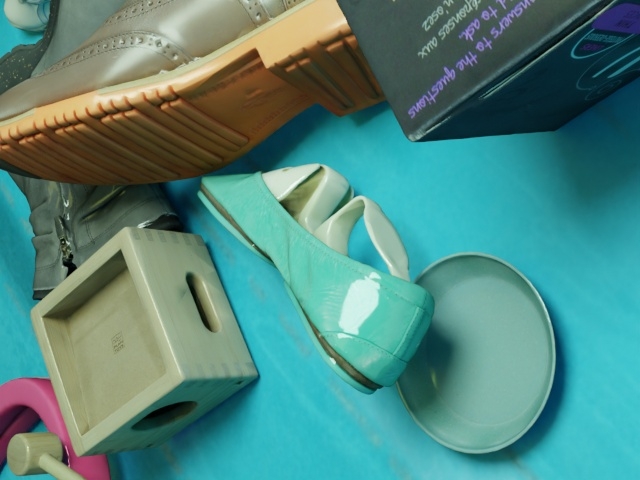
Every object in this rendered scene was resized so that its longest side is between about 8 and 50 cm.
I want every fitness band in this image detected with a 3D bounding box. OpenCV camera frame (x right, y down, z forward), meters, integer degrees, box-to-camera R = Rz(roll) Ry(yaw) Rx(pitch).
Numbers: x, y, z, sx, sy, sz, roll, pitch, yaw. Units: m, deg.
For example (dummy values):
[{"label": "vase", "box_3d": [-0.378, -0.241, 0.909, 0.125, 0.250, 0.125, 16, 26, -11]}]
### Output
[{"label": "fitness band", "box_3d": [-0.280, 0.249, 0.919, 0.291, 0.054, 0.209, -47, 50, 33]}]

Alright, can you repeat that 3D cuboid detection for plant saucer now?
[{"label": "plant saucer", "box_3d": [0.094, 0.067, 0.606, 0.119, 0.021, 0.119, -4, 84, 43]}]

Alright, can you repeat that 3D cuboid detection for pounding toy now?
[{"label": "pounding toy", "box_3d": [-0.151, 0.122, 0.784, 0.206, 0.094, 0.181, -37, 65, 29]}]

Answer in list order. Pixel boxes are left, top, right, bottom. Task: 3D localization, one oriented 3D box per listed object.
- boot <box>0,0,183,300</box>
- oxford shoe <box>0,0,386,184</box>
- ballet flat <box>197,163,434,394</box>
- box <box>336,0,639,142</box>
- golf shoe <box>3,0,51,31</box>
[{"label": "boot", "box_3d": [-0.156, -0.100, 0.822, 0.338, 0.118, 0.222, -39, 67, 43]}, {"label": "oxford shoe", "box_3d": [-0.083, -0.133, 0.693, 0.364, 0.130, 0.132, -15, 70, 18]}, {"label": "ballet flat", "box_3d": [0.000, 0.000, 0.662, 0.087, 0.083, 0.247, -49, 41, 5]}, {"label": "box", "box_3d": [0.078, -0.202, 0.512, 0.143, 0.165, 0.270, -34, 76, 37]}, {"label": "golf shoe", "box_3d": [-0.266, -0.252, 0.941, 0.176, 0.086, 0.069, -21, 74, 43]}]
